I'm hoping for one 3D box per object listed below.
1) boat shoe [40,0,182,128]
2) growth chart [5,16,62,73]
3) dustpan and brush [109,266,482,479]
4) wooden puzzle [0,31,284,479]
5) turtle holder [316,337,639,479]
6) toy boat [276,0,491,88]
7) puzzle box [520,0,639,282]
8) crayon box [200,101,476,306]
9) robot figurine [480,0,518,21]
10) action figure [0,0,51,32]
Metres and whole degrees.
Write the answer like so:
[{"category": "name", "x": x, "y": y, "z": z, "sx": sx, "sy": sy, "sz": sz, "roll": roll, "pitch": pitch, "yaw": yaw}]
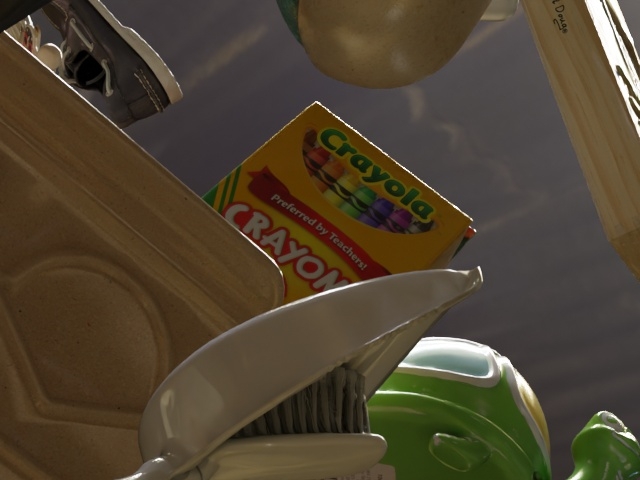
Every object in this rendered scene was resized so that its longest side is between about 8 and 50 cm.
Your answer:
[{"category": "boat shoe", "x": -0.193, "y": -0.158, "z": 1.313, "sx": 0.206, "sy": 0.065, "sz": 0.075, "roll": 41, "pitch": -14, "yaw": 41}, {"category": "growth chart", "x": -0.226, "y": -0.121, "z": 1.050, "sx": 0.237, "sy": 0.021, "sz": 0.172, "roll": 53, "pitch": -38, "yaw": 37}, {"category": "dustpan and brush", "x": -0.037, "y": 0.076, "z": 0.574, "sx": 0.211, "sy": 0.060, "sz": 0.147, "roll": 0, "pitch": -41, "yaw": -41}, {"category": "wooden puzzle", "x": -0.220, "y": 0.062, "z": 0.821, "sx": 0.322, "sy": 0.348, "sz": 0.080, "roll": 41, "pitch": -33, "yaw": -15}, {"category": "turtle holder", "x": 0.140, "y": 0.204, "z": 1.619, "sx": 0.320, "sy": 0.227, "sz": 0.243, "roll": -21, "pitch": -66, "yaw": 32}, {"category": "toy boat", "x": 0.037, "y": -0.238, "z": 0.859, "sx": 0.148, "sy": 0.268, "sz": 0.318, "roll": 29, "pitch": -6, "yaw": 20}, {"category": "puzzle box", "x": 0.243, "y": -0.127, "z": 1.335, "sx": 0.052, "sy": 0.409, "sz": 0.272, "roll": -24, "pitch": -31, "yaw": 16}, {"category": "crayon box", "x": 0.000, "y": 0.000, "z": 1.499, "sx": 0.202, "sy": 0.318, "sz": 0.081, "roll": 37, "pitch": -39, "yaw": 11}, {"category": "robot figurine", "x": 0.149, "y": -0.405, "z": 1.606, "sx": 0.199, "sy": 0.354, "sz": 0.300, "roll": 0, "pitch": 18, "yaw": -10}, {"category": "action figure", "x": -0.150, "y": -0.084, "z": 0.443, "sx": 0.178, "sy": 0.330, "sz": 0.341, "roll": 53, "pitch": -1, "yaw": -14}]
